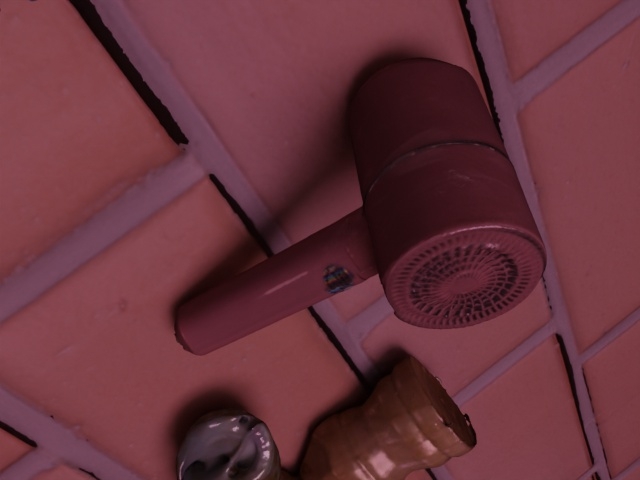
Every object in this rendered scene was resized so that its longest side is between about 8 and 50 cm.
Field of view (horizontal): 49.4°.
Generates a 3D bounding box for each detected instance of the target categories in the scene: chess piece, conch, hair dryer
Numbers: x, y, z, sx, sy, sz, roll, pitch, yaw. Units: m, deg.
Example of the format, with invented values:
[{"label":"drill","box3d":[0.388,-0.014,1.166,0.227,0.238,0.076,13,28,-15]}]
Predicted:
[{"label":"chess piece","box3d":[0.039,0.281,0.880,0.301,0.137,0.137,-38,136,13]},{"label":"conch","box3d":[-0.102,0.251,0.767,0.116,0.106,0.172,-12,114,-16]},{"label":"hair dryer","box3d":[0.000,0.000,0.616,0.353,0.210,0.125,-27,137,21]}]
